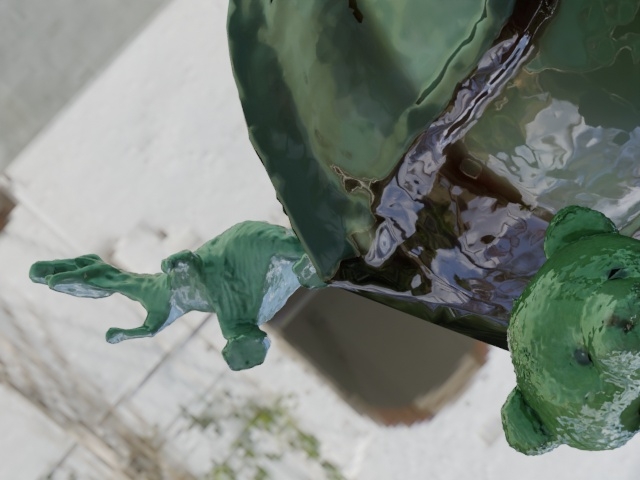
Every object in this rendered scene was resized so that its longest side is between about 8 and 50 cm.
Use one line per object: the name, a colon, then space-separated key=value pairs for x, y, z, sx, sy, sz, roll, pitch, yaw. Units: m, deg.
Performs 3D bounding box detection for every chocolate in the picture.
chocolate: x=0.115 y=-0.102 z=0.757 sx=0.284 sy=0.283 sz=0.186 roll=-58 pitch=-169 yaw=-27

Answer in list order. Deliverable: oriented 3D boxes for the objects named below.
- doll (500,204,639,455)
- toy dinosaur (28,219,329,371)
doll: x=0.137 y=0.038 z=0.614 sx=0.150 sy=0.077 sz=0.115 roll=10 pitch=-106 yaw=17
toy dinosaur: x=-0.001 y=0.024 z=1.078 sx=0.382 sy=0.076 sz=0.129 roll=-4 pitch=-149 yaw=8
